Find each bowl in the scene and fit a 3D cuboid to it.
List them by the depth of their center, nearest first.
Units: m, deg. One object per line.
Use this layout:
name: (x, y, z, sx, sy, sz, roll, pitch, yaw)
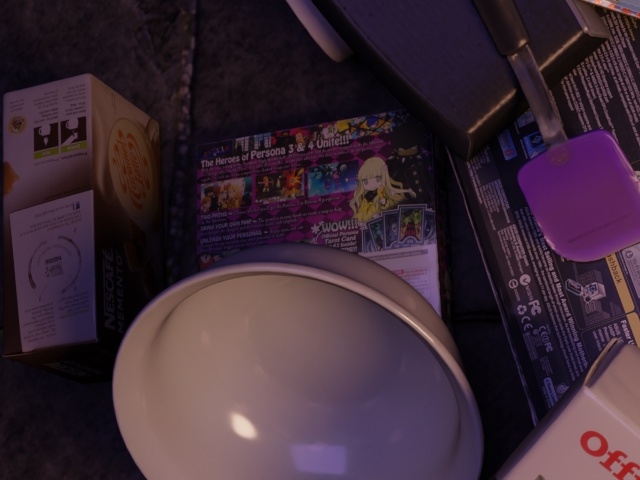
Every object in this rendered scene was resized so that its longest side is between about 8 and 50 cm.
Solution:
bowl: (-0.006, 0.110, 1.139, 0.297, 0.298, 0.134, -7, 30, 21)

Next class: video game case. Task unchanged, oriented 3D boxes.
video game case: (0.000, 0.000, 1.255, 0.232, 0.042, 0.210, -9, 73, 20)

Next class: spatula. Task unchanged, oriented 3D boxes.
spatula: (0.156, -0.123, 1.073, 0.084, 0.030, 0.296, -26, 86, 17)

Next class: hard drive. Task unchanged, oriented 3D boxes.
hard drive: (0.089, -0.207, 1.125, 0.172, 0.054, 0.255, -41, 85, 6)

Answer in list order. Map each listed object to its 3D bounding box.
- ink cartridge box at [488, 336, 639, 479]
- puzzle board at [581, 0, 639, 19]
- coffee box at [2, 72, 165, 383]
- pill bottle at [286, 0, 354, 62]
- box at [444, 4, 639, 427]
ink cartridge box: (0.191, 0.237, 0.991, 0.198, 0.115, 0.273, 40, 116, 10)
puzzle board: (0.239, -0.221, 1.097, 0.128, 0.011, 0.096, 16, 76, -9)
coffee box: (-0.213, -0.006, 1.292, 0.098, 0.141, 0.247, -11, 71, 19)
pill bottle: (0.094, -0.287, 1.232, 0.283, 0.160, 0.160, -32, 65, 11)
box: (0.283, -0.021, 1.114, 0.318, 0.097, 0.395, -24, 67, 17)
